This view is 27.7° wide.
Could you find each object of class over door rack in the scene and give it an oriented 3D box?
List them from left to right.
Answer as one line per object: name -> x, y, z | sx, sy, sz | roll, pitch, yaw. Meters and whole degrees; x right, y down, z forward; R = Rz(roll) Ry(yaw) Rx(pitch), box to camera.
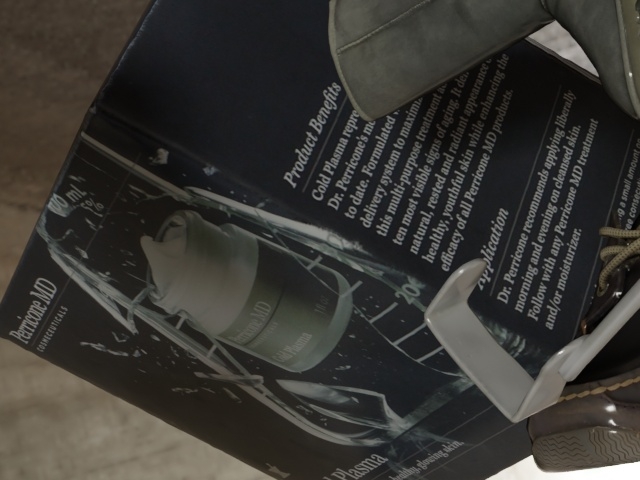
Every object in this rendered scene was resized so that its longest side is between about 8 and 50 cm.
over door rack -> 0.217, -0.034, 0.395 | 0.239, 0.108, 0.324 | -17, 163, -33

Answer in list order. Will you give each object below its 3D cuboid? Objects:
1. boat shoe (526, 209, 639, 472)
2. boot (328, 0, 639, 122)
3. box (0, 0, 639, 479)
boat shoe -> 0.213, 0.034, 0.788 | 0.132, 0.130, 0.355 | -19, -177, 37
boot -> 0.096, -0.114, 0.721 | 0.208, 0.189, 0.076 | -21, 147, 33
box -> 0.000, 0.000, 1.214 | 0.472, 0.297, 0.480 | 30, 147, -8
